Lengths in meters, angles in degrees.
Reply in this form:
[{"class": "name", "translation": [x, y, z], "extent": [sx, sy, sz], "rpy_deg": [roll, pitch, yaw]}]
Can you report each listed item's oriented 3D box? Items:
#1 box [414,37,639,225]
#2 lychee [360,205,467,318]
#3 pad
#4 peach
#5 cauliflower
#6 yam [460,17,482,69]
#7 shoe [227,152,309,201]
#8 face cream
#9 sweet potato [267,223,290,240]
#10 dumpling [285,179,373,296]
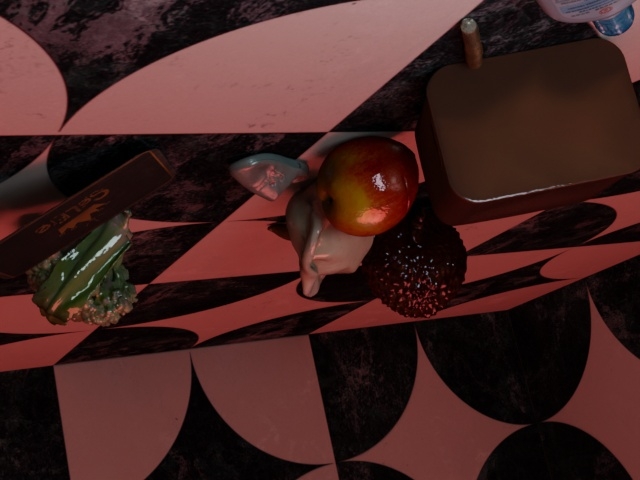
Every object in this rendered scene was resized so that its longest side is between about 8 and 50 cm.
[{"class": "box", "translation": [0.346, -0.175, 1.809], "extent": [0.340, 0.239, 0.229], "rpy_deg": [-11, 169, -6]}, {"class": "lychee", "translation": [0.222, 0.046, 2.516], "extent": [0.264, 0.264, 0.300], "rpy_deg": [-10, 133, -10]}, {"class": "pad", "translation": [-0.413, -0.024, 1.812], "extent": [0.375, 0.063, 0.315], "rpy_deg": [-33, 170, -2]}, {"class": "peach", "translation": [0.093, -0.104, 1.980], "extent": [0.192, 0.190, 0.190], "rpy_deg": [-14, 167, -9]}, {"class": "cauliflower", "translation": [-0.450, 0.034, 2.059], "extent": [0.315, 0.256, 0.239], "rpy_deg": [-47, 153, 10]}, {"class": "yam", "translation": [0.234, -0.302, 1.622], "extent": [0.032, 0.032, 0.145], "rpy_deg": [-15, 165, 9]}, {"class": "shoe", "translation": [-0.089, -0.115, 1.990], "extent": [0.079, 0.078, 0.195], "rpy_deg": [-22, 167, 35]}, {"class": "face cream", "translation": [0.371, -0.357, 1.422], "extent": [0.163, 0.080, 0.337], "rpy_deg": [-19, 165, 22]}, {"class": "sweet potato", "translation": [0.000, -0.043, 2.402], "extent": [0.250, 0.059, 0.069], "rpy_deg": [-18, -175, 7]}, {"class": "dumpling", "translation": [0.000, 0.000, 2.194], "extent": [0.318, 0.187, 0.242], "rpy_deg": [-19, 137, -63]}]
